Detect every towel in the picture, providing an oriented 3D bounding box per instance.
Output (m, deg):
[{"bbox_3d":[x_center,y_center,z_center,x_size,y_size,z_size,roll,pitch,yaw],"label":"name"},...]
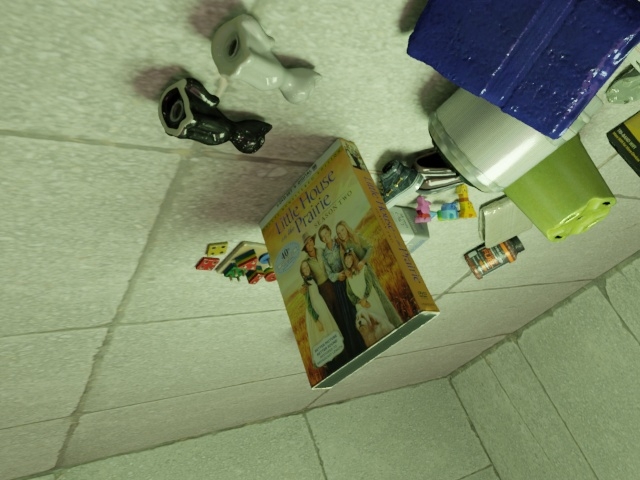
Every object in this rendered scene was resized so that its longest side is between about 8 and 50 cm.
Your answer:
[{"bbox_3d":[0.315,-0.327,0.787,0.076,0.308,0.227,-57,177,-48],"label":"towel"},{"bbox_3d":[0.614,-0.075,1.632,0.187,0.049,0.282,-27,150,4],"label":"towel"}]

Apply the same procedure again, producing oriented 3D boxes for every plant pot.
[{"bbox_3d":[0.604,-0.145,1.291,0.276,0.253,0.276,-18,151,-10],"label":"plant pot"}]

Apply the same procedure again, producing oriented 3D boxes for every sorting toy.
[{"bbox_3d":[-0.184,0.063,1.285,0.275,0.046,0.132,11,136,-45],"label":"sorting toy"}]

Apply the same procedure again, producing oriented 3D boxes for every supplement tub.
[{"bbox_3d":[0.630,0.052,1.796,0.198,0.106,0.106,-32,150,15],"label":"supplement tub"}]

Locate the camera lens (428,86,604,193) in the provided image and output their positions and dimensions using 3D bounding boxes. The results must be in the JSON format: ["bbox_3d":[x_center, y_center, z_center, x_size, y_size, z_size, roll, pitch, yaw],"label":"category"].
[{"bbox_3d":[0.372,-0.245,0.989,0.219,0.219,0.274,10,137,-45],"label":"camera lens"}]

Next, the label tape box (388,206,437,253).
[{"bbox_3d":[0.176,0.017,1.407,0.334,0.105,0.240,4,142,-40],"label":"label tape box"}]

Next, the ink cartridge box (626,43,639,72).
[{"bbox_3d":[0.720,-0.431,1.049,0.062,0.104,0.181,-27,152,7],"label":"ink cartridge box"}]

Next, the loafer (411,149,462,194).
[{"bbox_3d":[0.359,-0.199,1.184,0.303,0.109,0.095,-21,147,2],"label":"loafer"}]

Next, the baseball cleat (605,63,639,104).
[{"bbox_3d":[0.783,-0.403,1.179,0.109,0.072,0.206,-49,-174,-26],"label":"baseball cleat"}]

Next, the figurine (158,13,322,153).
[{"bbox_3d":[-0.116,-0.232,0.814,0.215,0.092,0.209,-39,156,24],"label":"figurine"}]

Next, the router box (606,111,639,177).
[{"bbox_3d":[0.985,-0.243,1.344,0.243,0.308,0.081,-38,149,24],"label":"router box"}]

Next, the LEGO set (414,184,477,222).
[{"bbox_3d":[0.364,-0.104,1.377,0.227,0.093,0.087,-4,177,-39],"label":"LEGO set"}]

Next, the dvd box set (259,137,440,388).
[{"bbox_3d":[0.029,0.042,1.017,0.062,0.420,0.308,13,136,-43],"label":"dvd box set"}]

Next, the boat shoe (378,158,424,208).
[{"bbox_3d":[0.167,-0.137,1.198,0.083,0.065,0.183,34,154,-10],"label":"boat shoe"}]
